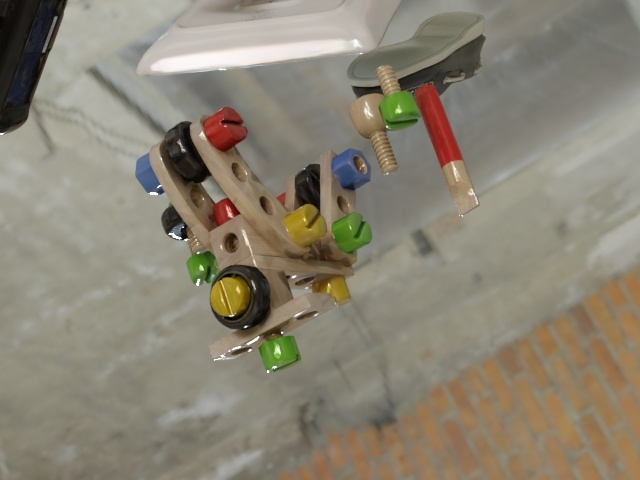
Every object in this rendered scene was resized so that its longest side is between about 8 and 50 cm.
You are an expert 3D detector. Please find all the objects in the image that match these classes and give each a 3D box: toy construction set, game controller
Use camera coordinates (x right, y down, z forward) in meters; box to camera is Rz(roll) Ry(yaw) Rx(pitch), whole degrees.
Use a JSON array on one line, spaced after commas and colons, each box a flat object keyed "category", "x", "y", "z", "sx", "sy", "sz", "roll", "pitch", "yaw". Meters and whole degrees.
[{"category": "toy construction set", "x": 0.000, "y": 0.000, "z": 1.374, "sx": 0.257, "sy": 0.309, "sz": 0.237, "roll": 55, "pitch": -165, "yaw": -65}, {"category": "game controller", "x": -0.399, "y": -0.275, "z": 1.920, "sx": 0.067, "sy": 0.319, "sz": 0.166, "roll": 27, "pitch": -160, "yaw": 6}]

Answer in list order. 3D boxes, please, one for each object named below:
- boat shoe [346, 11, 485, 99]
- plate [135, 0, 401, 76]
[{"category": "boat shoe", "x": 0.141, "y": -0.231, "z": 1.990, "sx": 0.302, "sy": 0.114, "sz": 0.091, "roll": -31, "pitch": -56, "yaw": -45}, {"category": "plate", "x": -0.051, "y": -0.263, "z": 1.689, "sx": 0.278, "sy": 0.277, "sz": 0.045, "roll": -66, "pitch": -31, "yaw": -62}]
